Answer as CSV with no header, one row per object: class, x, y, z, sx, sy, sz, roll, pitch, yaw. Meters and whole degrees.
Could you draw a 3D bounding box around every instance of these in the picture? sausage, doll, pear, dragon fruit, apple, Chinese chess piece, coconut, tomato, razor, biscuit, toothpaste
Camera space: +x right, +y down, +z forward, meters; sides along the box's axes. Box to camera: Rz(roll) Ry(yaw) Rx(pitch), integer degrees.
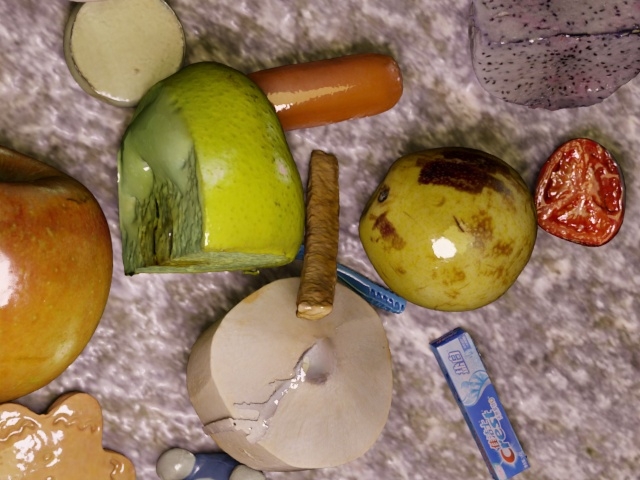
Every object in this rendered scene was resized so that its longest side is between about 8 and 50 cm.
sausage,-0.002,-0.236,1.704,0.274,0.105,0.105,-12,98,-11
doll,-0.166,0.470,1.714,0.228,0.154,0.259,6,87,21
pear,-0.160,-0.107,1.590,0.238,0.342,0.318,-2,84,-30
dragon fruit,0.378,-0.355,1.732,0.282,0.204,0.221,-5,68,4
apple,-0.491,0.043,1.503,0.383,0.374,0.374,15,92,-18
Chinese chess piece,-0.302,-0.300,1.648,0.188,0.083,0.189,-1,95,-15
coconut,-0.042,0.208,1.623,0.322,0.323,0.323,-1,96,-12
tomato,0.439,-0.086,1.819,0.166,0.082,0.174,17,96,-9
razor,0.032,0.057,1.769,0.253,0.042,0.082,27,132,-14
pear,0.203,-0.023,1.687,0.283,0.283,0.284,-1,96,-12
biscuit,-0.425,0.418,1.671,0.275,0.052,0.355,-2,94,-25
toothpaste,0.274,0.284,1.834,0.066,0.053,0.272,-27,101,-8

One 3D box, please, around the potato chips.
potato chips,0.000,0.000,1.617,0.057,0.407,0.080,5,127,-1
